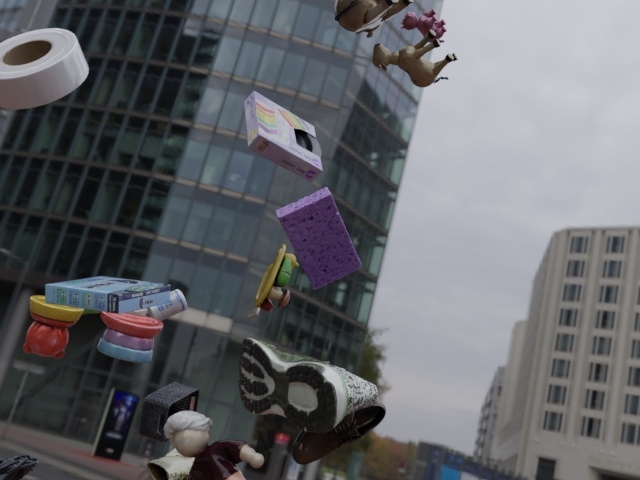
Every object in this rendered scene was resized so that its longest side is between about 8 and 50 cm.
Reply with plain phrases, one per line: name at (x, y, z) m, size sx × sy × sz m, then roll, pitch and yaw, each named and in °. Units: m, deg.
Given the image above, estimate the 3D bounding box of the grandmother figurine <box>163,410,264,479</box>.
grandmother figurine at (-0.183, 0.465, 1.400) m, size 0.342 × 0.208 × 0.104 m, roll 48°, pitch 14°, yaw 21°

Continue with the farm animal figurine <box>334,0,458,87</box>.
farm animal figurine at (0.137, -0.507, 1.674) m, size 0.172 × 0.330 × 0.327 m, roll -31°, pitch -17°, yaw 32°

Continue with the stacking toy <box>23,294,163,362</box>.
stacking toy at (-0.553, 0.222, 1.782) m, size 0.309 × 0.130 × 0.279 m, roll 16°, pitch 0°, yaw -15°

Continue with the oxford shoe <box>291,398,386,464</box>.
oxford shoe at (0.040, 0.402, 1.556) m, size 0.082 × 0.227 × 0.096 m, roll 60°, pitch -14°, yaw -9°

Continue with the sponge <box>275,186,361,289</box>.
sponge at (0.000, 0.000, 1.511) m, size 0.117 × 0.031 × 0.210 m, roll -26°, pitch -53°, yaw -3°

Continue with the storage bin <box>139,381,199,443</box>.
storage bin at (-0.435, 0.495, 2.117) m, size 0.084 × 0.122 × 0.180 m, roll 12°, pitch 9°, yaw 17°

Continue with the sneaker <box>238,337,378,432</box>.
sneaker at (-0.036, 0.306, 1.563) m, size 0.182 × 0.158 × 0.410 m, roll 6°, pitch 4°, yaw -37°

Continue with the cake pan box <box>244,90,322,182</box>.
cake pan box at (-0.117, -0.328, 2.334) m, size 0.267 × 0.245 × 0.070 m, roll 28°, pitch -54°, yaw -30°

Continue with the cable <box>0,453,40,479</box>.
cable at (-0.690, 0.500, 1.553) m, size 0.185 × 0.047 × 0.150 m, roll -10°, pitch -32°, yaw -18°

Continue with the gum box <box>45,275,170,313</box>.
gum box at (-0.420, 0.106, 1.453) m, size 0.184 × 0.041 × 0.157 m, roll 4°, pitch 5°, yaw 25°

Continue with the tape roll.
tape roll at (-0.808, -0.486, 2.060) m, size 0.286 × 0.286 × 0.100 m, roll 8°, pitch -44°, yaw 20°

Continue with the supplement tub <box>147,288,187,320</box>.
supplement tub at (-0.465, 0.199, 2.219) m, size 0.107 × 0.071 × 0.071 m, roll -25°, pitch -1°, yaw -24°

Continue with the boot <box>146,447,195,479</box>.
boot at (-0.428, 0.745, 2.307) m, size 0.213 × 0.077 × 0.165 m, roll 31°, pitch 12°, yaw 20°

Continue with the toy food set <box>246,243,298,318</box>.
toy food set at (-0.109, 0.118, 1.859) m, size 0.071 × 0.217 × 0.128 m, roll 26°, pitch -25°, yaw -11°
